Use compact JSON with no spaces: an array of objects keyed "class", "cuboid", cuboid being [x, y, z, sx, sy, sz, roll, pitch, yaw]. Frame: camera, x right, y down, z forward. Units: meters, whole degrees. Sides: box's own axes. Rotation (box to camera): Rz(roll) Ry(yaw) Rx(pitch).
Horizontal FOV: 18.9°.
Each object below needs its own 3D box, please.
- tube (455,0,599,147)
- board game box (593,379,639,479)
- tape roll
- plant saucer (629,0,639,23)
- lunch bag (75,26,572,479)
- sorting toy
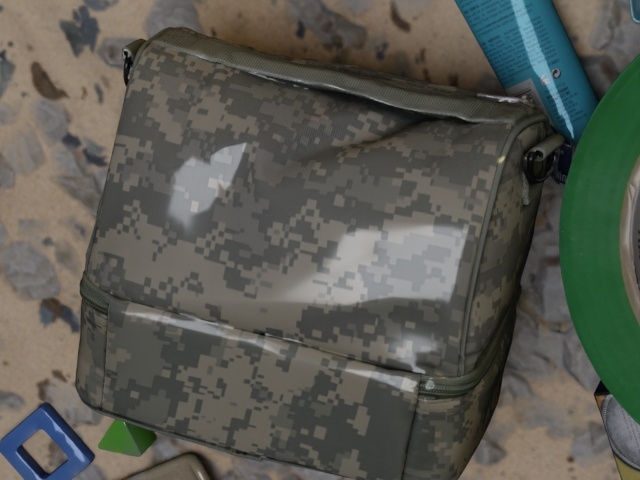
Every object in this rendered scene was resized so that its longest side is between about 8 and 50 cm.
[{"class":"tube","cuboid":[0.127,-0.158,1.312,0.080,0.052,0.207,-24,97,30]},{"class":"board game box","cuboid":[0.311,0.197,1.381,0.165,0.042,0.243,-13,105,23]},{"class":"tape roll","cuboid":[0.315,-0.001,1.229,0.321,0.077,0.321,0,90,25]},{"class":"plant saucer","cuboid":[0.226,-0.240,1.264,0.067,0.018,0.192,-4,107,20]},{"class":"lunch bag","cuboid":[0.000,0.000,1.316,0.305,0.212,0.256,15,120,15]},{"class":"sorting toy","cuboid":[-0.139,0.286,1.564,0.196,0.047,0.348,-24,101,25]}]
